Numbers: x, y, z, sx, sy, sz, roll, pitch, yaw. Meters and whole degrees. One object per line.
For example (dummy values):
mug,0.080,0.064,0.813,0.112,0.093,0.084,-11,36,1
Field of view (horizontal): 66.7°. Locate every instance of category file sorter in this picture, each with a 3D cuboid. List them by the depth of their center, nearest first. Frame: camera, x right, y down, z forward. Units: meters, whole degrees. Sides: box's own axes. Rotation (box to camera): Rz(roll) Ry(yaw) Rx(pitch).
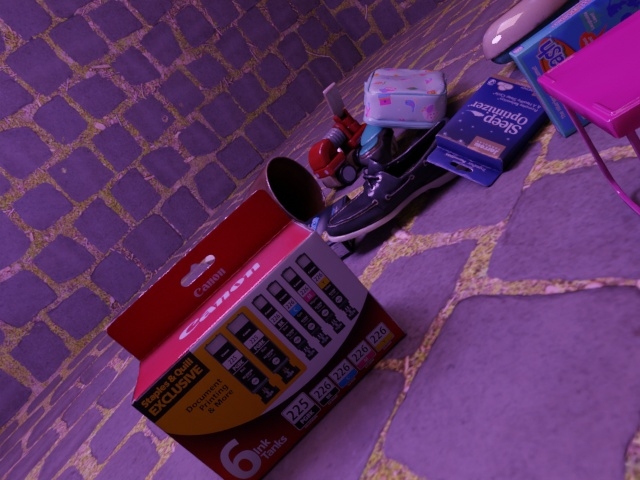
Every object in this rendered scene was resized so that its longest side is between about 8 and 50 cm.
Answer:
file sorter,0.398,-0.146,0.432,0.290,0.182,0.202,-33,19,22

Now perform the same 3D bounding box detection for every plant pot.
plant pot,-0.136,-0.080,1.353,0.230,0.215,0.215,-35,19,34

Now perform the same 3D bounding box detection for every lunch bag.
lunch bag,0.222,-0.383,1.303,0.224,0.108,0.279,2,30,10

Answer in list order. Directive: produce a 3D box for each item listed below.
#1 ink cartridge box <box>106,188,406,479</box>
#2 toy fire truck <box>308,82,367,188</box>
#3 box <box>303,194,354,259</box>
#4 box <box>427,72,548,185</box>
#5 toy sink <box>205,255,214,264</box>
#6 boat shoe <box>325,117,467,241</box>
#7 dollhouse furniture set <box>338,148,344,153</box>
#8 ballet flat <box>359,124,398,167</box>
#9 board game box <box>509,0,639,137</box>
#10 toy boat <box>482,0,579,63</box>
ink cartridge box,-0.093,0.128,0.669,0.309,0.272,0.130,-44,18,-5
toy fire truck,0.047,-0.305,1.410,0.217,0.246,0.158,-49,19,-20
box,0.000,0.000,1.125,0.175,0.051,0.220,-33,21,24
box,0.309,-0.205,0.877,0.136,0.036,0.225,32,73,34
toy sink,-0.128,0.096,0.954,0.234,0.152,0.131,-15,58,51
boat shoe,0.140,-0.124,0.961,0.340,0.113,0.127,-30,23,8
dollhouse furniture set,0.084,-0.284,1.643,0.144,0.123,0.151,-30,-13,32
ballet flat,0.156,-0.246,1.296,0.095,0.096,0.280,-32,20,29
board game box,0.423,-0.283,0.732,0.210,0.160,0.047,-35,20,22
toy boat,0.518,-0.496,1.095,0.267,0.148,0.318,-40,10,-11
